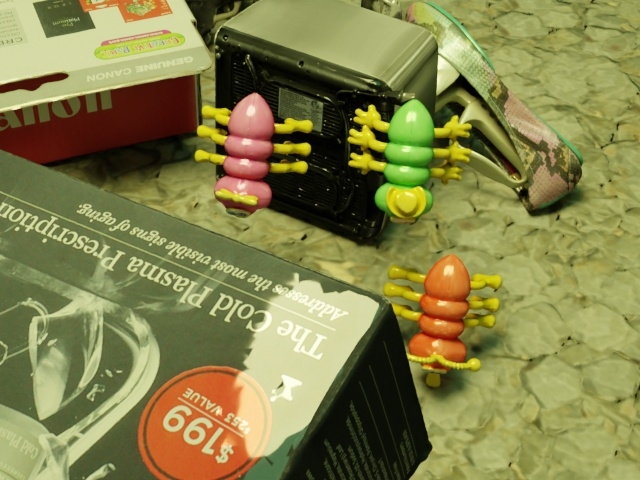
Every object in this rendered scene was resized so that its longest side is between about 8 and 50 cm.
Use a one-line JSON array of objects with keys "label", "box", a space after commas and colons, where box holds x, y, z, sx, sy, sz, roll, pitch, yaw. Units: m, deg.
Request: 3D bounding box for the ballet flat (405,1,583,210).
[{"label": "ballet flat", "box": [0.134, -0.116, 1.102, 0.079, 0.077, 0.221, -39, 81, -17]}]

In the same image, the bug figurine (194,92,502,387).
[{"label": "bug figurine", "box": [0.000, 0.000, 0.926, 0.279, 0.216, 0.072, 4, 9, 3]}]

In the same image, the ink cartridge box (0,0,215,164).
[{"label": "ink cartridge box", "box": [-0.273, -0.151, 1.110, 0.309, 0.130, 0.272, -14, 45, -16]}]

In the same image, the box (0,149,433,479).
[{"label": "box", "box": [-0.164, 0.141, 0.706, 0.343, 0.179, 0.312, 20, 63, 25]}]

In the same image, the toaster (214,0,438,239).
[{"label": "toaster", "box": [0.008, -0.105, 1.050, 0.186, 0.168, 0.110, 21, 45, 19]}]

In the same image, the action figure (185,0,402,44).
[{"label": "action figure", "box": [-0.004, -0.222, 1.195, 0.276, 0.141, 0.164, 24, 36, 22]}]
